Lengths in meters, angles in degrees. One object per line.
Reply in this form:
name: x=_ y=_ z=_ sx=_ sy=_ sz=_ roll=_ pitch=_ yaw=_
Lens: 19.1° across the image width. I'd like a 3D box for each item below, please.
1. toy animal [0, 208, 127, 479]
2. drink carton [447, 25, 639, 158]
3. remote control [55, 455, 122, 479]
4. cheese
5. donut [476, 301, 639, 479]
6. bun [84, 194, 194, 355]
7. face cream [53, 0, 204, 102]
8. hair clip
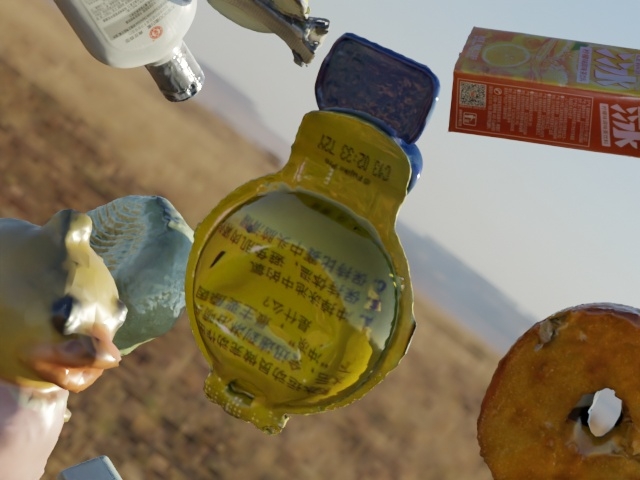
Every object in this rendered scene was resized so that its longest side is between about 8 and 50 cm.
toy animal: x=-0.260 y=0.099 z=1.576 sx=0.169 sy=0.281 sz=0.195 roll=44 pitch=19 yaw=22
drink carton: x=0.238 y=-0.137 z=1.776 sx=0.223 sy=0.071 sz=0.096 roll=9 pitch=36 yaw=13
remote control: x=-0.188 y=0.274 z=1.794 sx=0.162 sy=0.061 sz=0.029 roll=51 pitch=-36 yaw=28
cheese: x=0.000 y=0.000 z=1.157 sx=0.156 sy=0.250 sz=0.064 roll=28 pitch=16 yaw=17
donut: x=0.288 y=0.180 z=1.974 sx=0.253 sy=0.253 sz=0.118 roll=37 pitch=16 yaw=2
bun: x=-0.201 y=0.045 z=1.940 sx=0.118 sy=0.195 sz=0.195 roll=55 pitch=-6 yaw=-26
face cream: x=-0.204 y=-0.260 z=2.066 sx=0.071 sy=0.144 sz=0.291 roll=50 pitch=-4 yaw=41
hair clip: x=-0.072 y=-0.252 z=2.039 sx=0.172 sy=0.049 sz=0.116 roll=30 pitch=-25 yaw=-6
